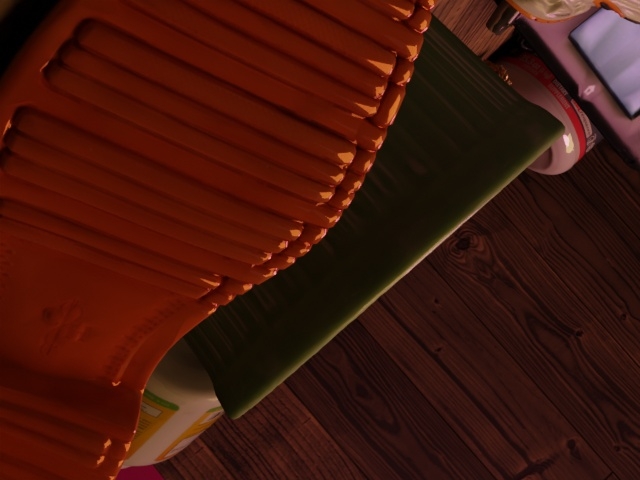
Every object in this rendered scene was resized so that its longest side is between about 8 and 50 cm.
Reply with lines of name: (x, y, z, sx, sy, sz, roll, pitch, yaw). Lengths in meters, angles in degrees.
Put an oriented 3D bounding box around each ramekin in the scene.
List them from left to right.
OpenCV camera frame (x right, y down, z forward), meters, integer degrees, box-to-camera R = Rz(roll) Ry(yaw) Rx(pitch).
ramekin: (0.007, -0.030, 0.840, 0.303, 0.148, 0.303, -41, 176, -3)

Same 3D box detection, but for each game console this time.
game console: (0.372, -0.251, 1.148, 0.342, 0.060, 0.386, -43, 140, 10)

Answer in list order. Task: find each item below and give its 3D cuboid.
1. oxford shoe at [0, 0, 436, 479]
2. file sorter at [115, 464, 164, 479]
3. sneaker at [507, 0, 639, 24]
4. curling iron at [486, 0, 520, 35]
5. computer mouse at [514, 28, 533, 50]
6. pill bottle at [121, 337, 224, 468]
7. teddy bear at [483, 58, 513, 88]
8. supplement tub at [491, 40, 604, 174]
oxford shoe: (-0.083, -0.028, 0.490, 0.364, 0.130, 0.133, -50, -155, 25)
file sorter: (-0.246, 0.312, 1.176, 0.182, 0.291, 0.202, -39, 177, 9)
sneaker: (0.241, -0.232, 0.906, 0.262, 0.099, 0.121, -13, 150, -39)
curling iron: (0.234, -0.270, 0.984, 0.068, 0.035, 0.274, 26, 118, -36)
computer mouse: (0.383, -0.344, 1.573, 0.272, 0.072, 0.188, -41, 175, -7)
pill bottle: (-0.146, 0.113, 1.030, 0.136, 0.136, 0.246, -38, 175, -37)
teddy bear: (0.154, -0.137, 1.571, 0.245, 0.113, 0.338, -35, -173, 25)
supplement tub: (0.374, -0.242, 1.739, 0.272, 0.191, 0.191, -40, 176, -14)
